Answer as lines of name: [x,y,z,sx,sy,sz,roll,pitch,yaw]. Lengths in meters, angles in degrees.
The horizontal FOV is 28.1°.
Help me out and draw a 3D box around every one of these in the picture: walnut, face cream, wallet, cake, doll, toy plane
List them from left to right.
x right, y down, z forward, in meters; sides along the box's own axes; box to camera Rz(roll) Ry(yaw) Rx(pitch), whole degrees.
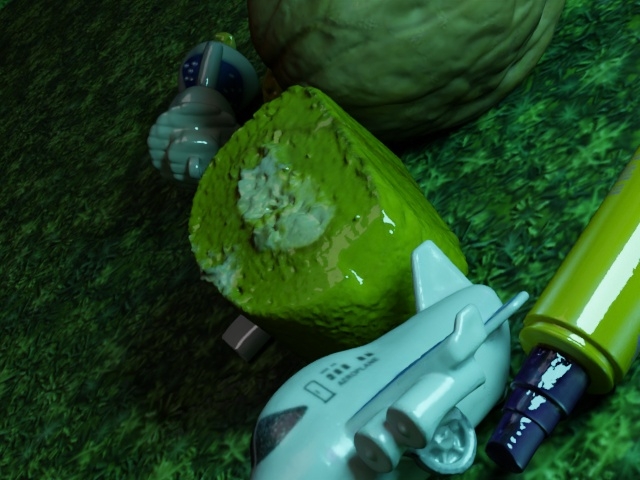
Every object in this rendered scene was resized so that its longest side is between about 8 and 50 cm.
doll: [-0.139,-0.158,1.548,0.293,0.119,0.138,-87,8,-54]
wallet: [-0.041,0.058,1.213,0.122,0.025,0.061,-46,22,-6]
cake: [0.000,0.000,1.097,0.179,0.156,0.260,-45,36,13]
toy plane: [0.044,0.115,0.885,0.267,0.122,0.267,-45,-2,-2]
walnut: [0.086,-0.234,1.213,0.313,0.277,0.252,-26,63,20]
face cream: [0.195,0.040,0.875,0.078,0.078,0.273,6,54,55]

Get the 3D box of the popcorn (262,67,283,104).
popcorn: [-0.006,-0.181,1.417,0.106,0.120,0.116,-15,27,-23]
